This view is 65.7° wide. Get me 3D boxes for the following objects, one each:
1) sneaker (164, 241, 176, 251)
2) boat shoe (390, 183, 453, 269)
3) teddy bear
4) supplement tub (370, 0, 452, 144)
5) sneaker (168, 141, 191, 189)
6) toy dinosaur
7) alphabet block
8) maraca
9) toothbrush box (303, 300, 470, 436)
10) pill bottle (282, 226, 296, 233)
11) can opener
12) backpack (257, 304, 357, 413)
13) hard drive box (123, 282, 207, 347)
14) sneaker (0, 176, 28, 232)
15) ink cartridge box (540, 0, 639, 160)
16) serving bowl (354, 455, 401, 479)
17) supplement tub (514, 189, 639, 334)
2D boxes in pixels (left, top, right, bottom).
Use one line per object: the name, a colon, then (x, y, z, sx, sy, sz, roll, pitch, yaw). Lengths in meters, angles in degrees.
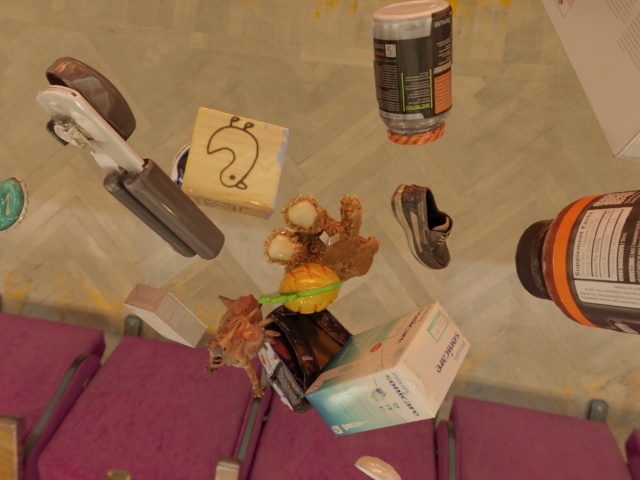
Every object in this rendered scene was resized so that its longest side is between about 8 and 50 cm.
sneaker: (-0.272, -0.056, 0.887, 0.064, 0.192, 0.086, -28, 137, -20)
boat shoe: (0.349, -0.032, 1.586, 0.130, 0.132, 0.355, -1, 138, 42)
teddy bear: (0.000, 0.000, 1.164, 0.113, 0.338, 0.245, 28, 110, 40)
supplement tub: (0.230, -0.412, 1.233, 0.193, 0.193, 0.316, -4, 124, 9)
sneaker: (-0.440, -0.172, 1.536, 0.112, 0.131, 0.296, 18, 87, -19)
toy dinosaur: (-0.160, 0.177, 1.014, 0.127, 0.296, 0.200, 9, 121, -15)
alphabet block: (-0.189, -0.163, 1.112, 0.197, 0.193, 0.192, 11, 82, -10)
maraca: (-0.037, 0.100, 0.994, 0.127, 0.185, 0.099, -12, 90, 49)
toothbrush box: (0.139, 0.277, 1.055, 0.126, 0.216, 0.295, 53, 136, -4)
pill bottle: (-0.011, 0.005, 1.422, 0.215, 0.117, 0.117, 2, 104, 30)
can opener: (-0.203, -0.079, 0.577, 0.074, 0.093, 0.280, 6, 145, 34)
backpack: (-0.039, 0.290, 1.306, 0.263, 0.276, 0.213, 54, 134, 16)
hard drive box: (-0.537, 0.262, 1.725, 0.181, 0.089, 0.232, 9, 146, 35)
sneaker: (-0.811, -0.056, 1.175, 0.275, 0.110, 0.107, -32, 82, 10)
ink cartridge box: (0.438, -0.236, 0.564, 0.272, 0.309, 0.130, 3, 146, -9)
serving bowl: (0.098, 0.374, 0.806, 0.083, 0.083, 0.027, 34, 68, -1)
supplement tub: (0.235, 0.016, 0.345, 0.106, 0.198, 0.106, 0, 89, -22)
